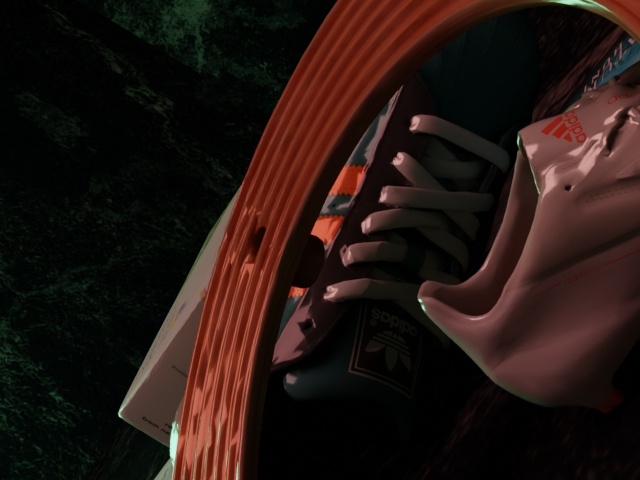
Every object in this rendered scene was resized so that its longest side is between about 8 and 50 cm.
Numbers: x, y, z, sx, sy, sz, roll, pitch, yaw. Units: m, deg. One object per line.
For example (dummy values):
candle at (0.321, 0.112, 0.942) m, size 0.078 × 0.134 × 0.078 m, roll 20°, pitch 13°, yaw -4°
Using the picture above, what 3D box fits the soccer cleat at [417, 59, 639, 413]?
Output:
soccer cleat at (0.106, -0.031, 0.412) m, size 0.196 × 0.076 × 0.068 m, roll -57°, pitch 8°, yaw 19°

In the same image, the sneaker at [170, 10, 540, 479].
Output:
sneaker at (0.030, 0.024, 0.626) m, size 0.302 × 0.108 × 0.121 m, roll -63°, pitch 23°, yaw 9°

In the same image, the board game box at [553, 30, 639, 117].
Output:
board game box at (0.137, -0.062, 0.528) m, size 0.186 × 0.026 × 0.126 m, roll -55°, pitch 8°, yaw 35°

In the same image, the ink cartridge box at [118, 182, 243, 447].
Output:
ink cartridge box at (0.000, 0.000, 0.855) m, size 0.278 × 0.117 × 0.201 m, roll -53°, pitch 10°, yaw 41°

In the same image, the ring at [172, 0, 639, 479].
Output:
ring at (0.039, 0.039, 0.378) m, size 0.336 × 0.032 × 0.336 m, roll -39°, pitch 43°, yaw 48°

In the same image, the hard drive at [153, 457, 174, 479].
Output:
hard drive at (-0.158, 0.289, 1.059) m, size 0.353 × 0.047 × 0.233 m, roll -53°, pitch 10°, yaw 36°
